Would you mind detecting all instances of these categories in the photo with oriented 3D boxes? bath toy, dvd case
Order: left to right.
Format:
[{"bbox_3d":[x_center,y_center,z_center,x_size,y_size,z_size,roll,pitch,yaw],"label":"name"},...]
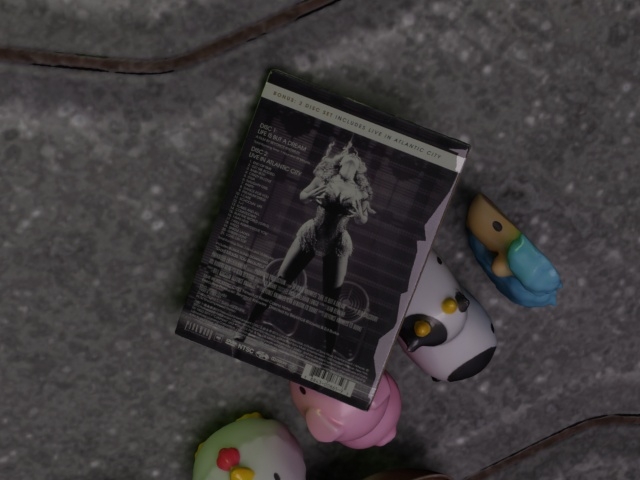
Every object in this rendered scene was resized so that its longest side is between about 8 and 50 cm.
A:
[{"bbox_3d":[0.000,0.000,1.305,0.164,0.018,0.221,21,99,6],"label":"dvd case"},{"bbox_3d":[0.039,0.116,1.380,0.348,0.129,0.151,-42,122,3],"label":"bath toy"}]

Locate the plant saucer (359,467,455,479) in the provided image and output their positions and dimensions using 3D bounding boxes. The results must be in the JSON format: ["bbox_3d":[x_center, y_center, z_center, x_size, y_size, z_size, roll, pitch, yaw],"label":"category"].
[{"bbox_3d":[0.030,0.257,1.462,0.198,0.036,0.198,-30,151,-18],"label":"plant saucer"}]
